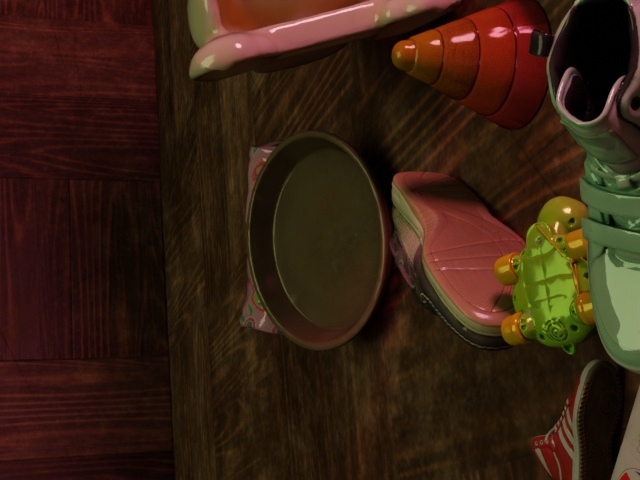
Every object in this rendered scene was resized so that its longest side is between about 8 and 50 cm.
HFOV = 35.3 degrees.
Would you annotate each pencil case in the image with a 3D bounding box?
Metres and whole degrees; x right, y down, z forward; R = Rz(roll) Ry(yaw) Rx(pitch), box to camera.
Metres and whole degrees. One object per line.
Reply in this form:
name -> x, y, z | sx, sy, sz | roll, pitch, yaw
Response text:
pencil case -> -0.049, -0.001, 1.436 | 0.124, 0.124, 0.284 | -153, 65, -70

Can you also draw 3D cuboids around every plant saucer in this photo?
plant saucer -> 0.000, 0.000, 1.274 | 0.278, 0.041, 0.277 | 3, 94, 51

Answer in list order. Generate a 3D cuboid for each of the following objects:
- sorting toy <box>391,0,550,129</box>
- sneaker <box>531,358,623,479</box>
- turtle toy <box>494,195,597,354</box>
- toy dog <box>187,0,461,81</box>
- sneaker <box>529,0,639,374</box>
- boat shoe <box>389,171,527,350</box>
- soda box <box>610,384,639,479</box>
sorting toy -> 0.148, -0.257, 0.827 | 0.127, 0.126, 0.365 | -110, 26, -47
sneaker -> 0.199, 0.143, 0.789 | 0.067, 0.042, 0.118 | -151, 61, -66
turtle toy -> 0.190, 0.026, 0.781 | 0.095, 0.066, 0.130 | -23, 63, 45
toy dog -> -0.042, -0.404, 1.099 | 0.395, 0.285, 0.407 | -87, -18, -82
sneaker -> 0.185, -0.035, 0.638 | 0.094, 0.151, 0.255 | 7, 97, 44
boat shoe -> 0.126, 0.026, 0.936 | 0.285, 0.103, 0.092 | -115, 25, -59
soda box -> 0.236, 0.138, 0.626 | 0.069, 0.074, 0.216 | -125, 40, -60
